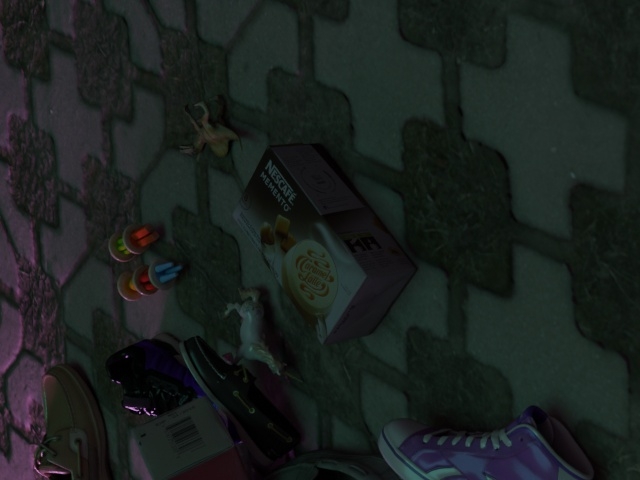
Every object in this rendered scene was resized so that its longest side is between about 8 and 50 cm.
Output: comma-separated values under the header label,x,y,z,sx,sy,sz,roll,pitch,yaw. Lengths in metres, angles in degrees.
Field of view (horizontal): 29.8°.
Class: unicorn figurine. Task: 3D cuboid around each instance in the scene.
label,x,y,z,sx,sy,sz,roll,pitch,yaw
unicorn figurine,-0.100,0.146,1.791,0.111,0.060,0.161,-19,85,52

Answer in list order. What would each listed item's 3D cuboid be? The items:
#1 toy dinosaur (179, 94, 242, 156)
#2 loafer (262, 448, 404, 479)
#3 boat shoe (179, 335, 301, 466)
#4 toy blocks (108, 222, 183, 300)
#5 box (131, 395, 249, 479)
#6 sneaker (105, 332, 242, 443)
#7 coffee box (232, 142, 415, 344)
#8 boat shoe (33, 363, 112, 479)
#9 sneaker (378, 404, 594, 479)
label,x,y,z,sx,sy,sz,roll,pitch,yaw
toy dinosaur,-0.159,-0.171,1.826,0.183,0.053,0.092,-2,110,56
loafer,0.008,0.347,1.663,0.319,0.111,0.112,-22,80,48
boat shoe,-0.118,0.225,1.770,0.069,0.081,0.227,-36,96,9
toy blocks,-0.284,0.027,1.981,0.148,0.054,0.123,-20,82,48
box,-0.168,0.372,1.766,0.148,0.127,0.232,47,158,57
sneaker,-0.238,0.248,1.896,0.293,0.146,0.102,28,116,43
coffee box,0.000,0.000,1.627,0.246,0.098,0.141,54,132,27
boat shoe,-0.459,0.393,2.192,0.122,0.110,0.341,-30,74,46
sneaker,0.204,0.249,1.450,0.282,0.102,0.161,26,112,31
